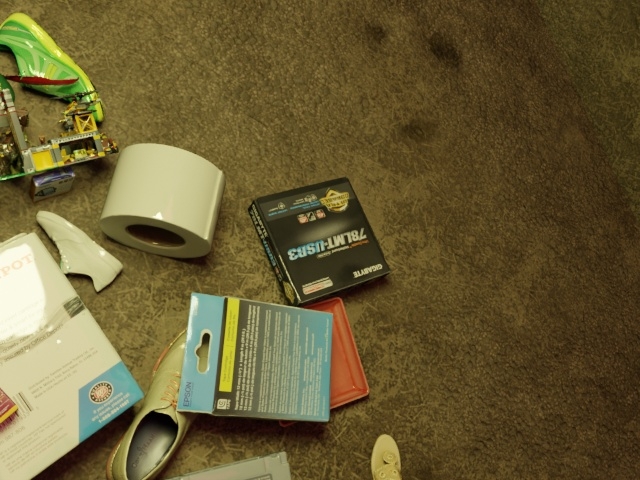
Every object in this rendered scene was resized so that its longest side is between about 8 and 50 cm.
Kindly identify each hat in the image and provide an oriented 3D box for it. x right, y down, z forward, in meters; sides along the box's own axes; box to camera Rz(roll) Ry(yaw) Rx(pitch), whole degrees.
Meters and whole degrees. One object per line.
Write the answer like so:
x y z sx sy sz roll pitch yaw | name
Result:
-0.682 -0.312 1.325 0.183 0.208 0.173 13 93 -54 | hat

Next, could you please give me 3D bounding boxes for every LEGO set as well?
-0.606 -0.237 1.249 0.331 0.255 0.192 -17 105 -23 | LEGO set

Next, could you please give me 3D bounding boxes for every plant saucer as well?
-0.029 0.295 1.512 0.259 0.048 0.258 -13 81 -29 | plant saucer

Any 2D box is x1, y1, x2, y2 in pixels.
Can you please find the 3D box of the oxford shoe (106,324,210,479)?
-0.305 0.341 1.294 0.140 0.146 0.397 29 63 -14 | oxford shoe

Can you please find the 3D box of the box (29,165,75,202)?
-0.574 -0.122 1.302 0.081 0.136 0.028 -23 86 -31 | box

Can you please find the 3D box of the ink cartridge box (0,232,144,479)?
-0.580 0.227 1.175 0.285 0.166 0.395 -34 93 -31 | ink cartridge box

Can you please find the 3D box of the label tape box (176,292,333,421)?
-0.148 0.268 1.361 0.347 0.115 0.249 12 70 -25 | label tape box

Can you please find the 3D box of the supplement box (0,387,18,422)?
-0.562 0.272 1.043 0.083 0.055 0.043 50 61 -7 | supplement box

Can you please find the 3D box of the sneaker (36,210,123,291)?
-0.538 0.025 1.318 0.212 0.080 0.094 41 72 -12 | sneaker

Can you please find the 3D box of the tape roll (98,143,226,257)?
-0.344 -0.081 1.348 0.246 0.246 0.169 17 67 -22 | tape roll

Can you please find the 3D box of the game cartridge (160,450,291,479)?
-0.197 0.591 1.332 0.294 0.060 0.196 -3 73 -28 | game cartridge

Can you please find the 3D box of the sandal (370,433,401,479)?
0.173 0.604 1.504 0.088 0.079 0.240 20 66 -21 | sandal

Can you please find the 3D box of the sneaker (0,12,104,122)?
-0.614 -0.373 1.392 0.123 0.109 0.295 -45 99 -9 | sneaker

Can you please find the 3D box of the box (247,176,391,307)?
0.000 0.000 1.582 0.295 0.073 0.293 -15 73 -30 | box
